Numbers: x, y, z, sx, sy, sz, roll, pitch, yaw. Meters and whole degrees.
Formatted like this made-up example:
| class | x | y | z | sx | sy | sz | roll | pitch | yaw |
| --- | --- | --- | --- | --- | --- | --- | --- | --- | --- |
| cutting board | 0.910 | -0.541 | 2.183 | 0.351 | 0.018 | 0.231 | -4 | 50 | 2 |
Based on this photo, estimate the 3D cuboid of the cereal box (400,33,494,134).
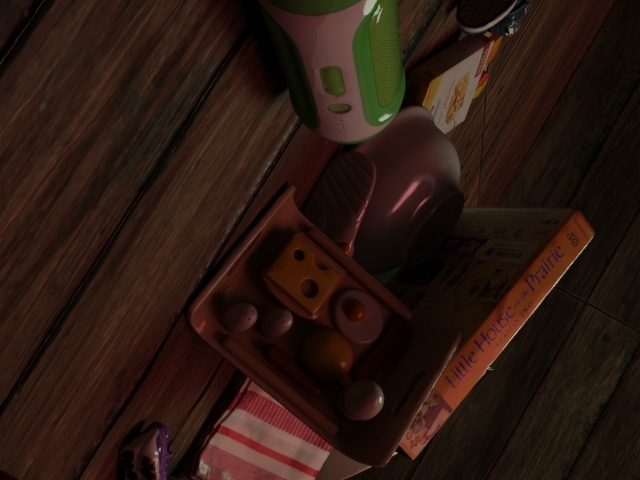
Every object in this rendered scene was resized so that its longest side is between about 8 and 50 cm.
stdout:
| class | x | y | z | sx | sy | sz | roll | pitch | yaw |
| --- | --- | --- | --- | --- | --- | --- | --- | --- | --- |
| cereal box | 0.200 | -0.241 | 1.443 | 0.240 | 0.047 | 0.173 | -37 | 153 | -44 |

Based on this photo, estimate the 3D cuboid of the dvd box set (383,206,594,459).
| class | x | y | z | sx | sy | sz | roll | pitch | yaw |
| --- | --- | --- | --- | --- | --- | --- | --- | --- | --- |
| dvd box set | 0.173 | 0.113 | 1.271 | 0.420 | 0.062 | 0.308 | -47 | -160 | -17 |

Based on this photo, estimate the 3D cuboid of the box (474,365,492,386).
| class | x | y | z | sx | sy | sz | roll | pitch | yaw |
| --- | --- | --- | --- | --- | --- | --- | --- | --- | --- |
| box | 0.199 | 0.251 | 1.852 | 0.073 | 0.295 | 0.293 | 19 | 122 | -36 |

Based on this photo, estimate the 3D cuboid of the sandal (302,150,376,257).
| class | x | y | z | sx | sy | sz | roll | pitch | yaw |
| --- | --- | --- | --- | --- | --- | --- | --- | --- | --- |
| sandal | 0.010 | 0.004 | 1.202 | 0.265 | 0.102 | 0.076 | -61 | 163 | -5 |

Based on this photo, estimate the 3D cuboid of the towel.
| class | x | y | z | sx | sy | sz | roll | pitch | yaw |
| --- | --- | --- | --- | --- | --- | --- | --- | --- | --- |
| towel | -0.047 | 0.274 | 1.371 | 0.237 | 0.037 | 0.328 | 34 | 85 | -34 |

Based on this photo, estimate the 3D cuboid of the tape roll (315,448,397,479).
| class | x | y | z | sx | sy | sz | roll | pitch | yaw |
| --- | --- | --- | --- | --- | --- | --- | --- | --- | --- |
| tape roll | 0.027 | 0.393 | 1.639 | 0.392 | 0.071 | 0.392 | -22 | 175 | -2 |

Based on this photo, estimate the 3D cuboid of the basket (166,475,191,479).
| class | x | y | z | sx | sy | sz | roll | pitch | yaw |
| --- | --- | --- | --- | --- | --- | --- | --- | --- | --- |
| basket | -0.193 | 0.493 | 1.207 | 0.254 | 0.201 | 0.288 | 82 | 13 | -66 |

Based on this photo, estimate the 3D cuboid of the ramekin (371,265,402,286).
| class | x | y | z | sx | sy | sz | roll | pitch | yaw |
| --- | --- | --- | --- | --- | --- | --- | --- | --- | --- |
| ramekin | 0.178 | 0.145 | 1.601 | 0.303 | 0.303 | 0.148 | -59 | -152 | -6 |

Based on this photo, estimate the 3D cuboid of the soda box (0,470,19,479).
| class | x | y | z | sx | sy | sz | roll | pitch | yaw |
| --- | --- | --- | --- | --- | --- | --- | --- | --- | --- |
| soda box | -0.279 | 0.319 | 0.874 | 0.092 | 0.084 | 0.263 | -55 | 165 | -21 |

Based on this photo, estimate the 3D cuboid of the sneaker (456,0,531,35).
| class | x | y | z | sx | sy | sz | roll | pitch | yaw |
| --- | --- | --- | --- | --- | --- | --- | --- | --- | --- |
| sneaker | 0.290 | -0.382 | 1.432 | 0.226 | 0.086 | 0.163 | -54 | 162 | -26 |

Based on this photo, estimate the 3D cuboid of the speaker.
| class | x | y | z | sx | sy | sz | roll | pitch | yaw |
| --- | --- | --- | --- | --- | --- | --- | --- | --- | --- |
| speaker | 0.014 | -0.195 | 0.789 | 0.131 | 0.131 | 0.296 | -58 | 165 | -10 |

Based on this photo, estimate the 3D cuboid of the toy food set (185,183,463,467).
| class | x | y | z | sx | sy | sz | roll | pitch | yaw |
| --- | --- | --- | --- | --- | --- | --- | --- | --- | --- |
| toy food set | 0.014 | 0.103 | 1.061 | 0.219 | 0.306 | 0.092 | -53 | -169 | -28 |

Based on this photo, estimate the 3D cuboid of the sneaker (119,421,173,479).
| class | x | y | z | sx | sy | sz | roll | pitch | yaw |
| --- | --- | --- | --- | --- | --- | --- | --- | --- | --- |
| sneaker | -0.214 | 0.299 | 1.091 | 0.071 | 0.068 | 0.169 | -52 | 164 | -49 |

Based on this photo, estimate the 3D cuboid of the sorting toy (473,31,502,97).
| class | x | y | z | sx | sy | sz | roll | pitch | yaw |
| --- | --- | --- | --- | --- | --- | --- | --- | --- | --- |
| sorting toy | 0.293 | -0.319 | 1.658 | 0.208 | 0.038 | 0.193 | -51 | 163 | -33 |

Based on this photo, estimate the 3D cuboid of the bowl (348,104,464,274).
| class | x | y | z | sx | sy | sz | roll | pitch | yaw |
| --- | --- | --- | --- | --- | --- | --- | --- | --- | --- |
| bowl | 0.128 | -0.051 | 1.328 | 0.298 | 0.134 | 0.297 | -41 | 155 | -23 |
